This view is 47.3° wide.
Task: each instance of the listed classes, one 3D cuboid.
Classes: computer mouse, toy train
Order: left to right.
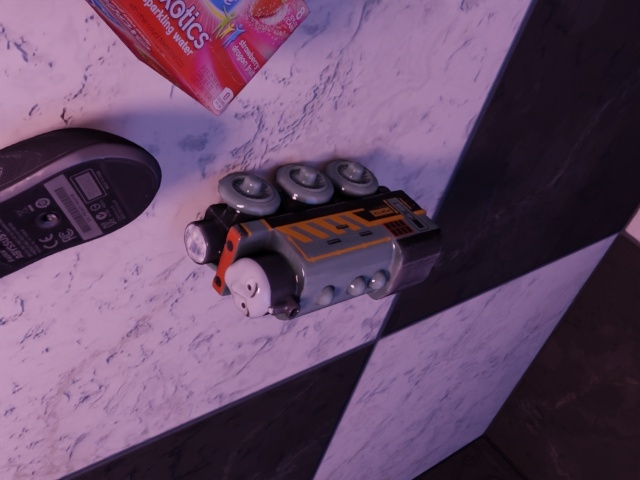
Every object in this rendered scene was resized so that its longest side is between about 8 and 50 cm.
[{"bbox_3d":[-0.283,-0.038,0.666,0.272,0.072,0.188,-22,147,-12],"label":"computer mouse"},{"bbox_3d":[0.000,0.000,0.920,0.334,0.190,0.142,-13,137,-42],"label":"toy train"}]

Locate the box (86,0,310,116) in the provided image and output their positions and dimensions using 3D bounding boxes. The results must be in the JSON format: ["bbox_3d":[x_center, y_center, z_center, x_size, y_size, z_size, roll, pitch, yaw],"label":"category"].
[{"bbox_3d":[-0.127,-0.228,0.547,0.128,0.123,0.257,-49,150,-4],"label":"box"}]
